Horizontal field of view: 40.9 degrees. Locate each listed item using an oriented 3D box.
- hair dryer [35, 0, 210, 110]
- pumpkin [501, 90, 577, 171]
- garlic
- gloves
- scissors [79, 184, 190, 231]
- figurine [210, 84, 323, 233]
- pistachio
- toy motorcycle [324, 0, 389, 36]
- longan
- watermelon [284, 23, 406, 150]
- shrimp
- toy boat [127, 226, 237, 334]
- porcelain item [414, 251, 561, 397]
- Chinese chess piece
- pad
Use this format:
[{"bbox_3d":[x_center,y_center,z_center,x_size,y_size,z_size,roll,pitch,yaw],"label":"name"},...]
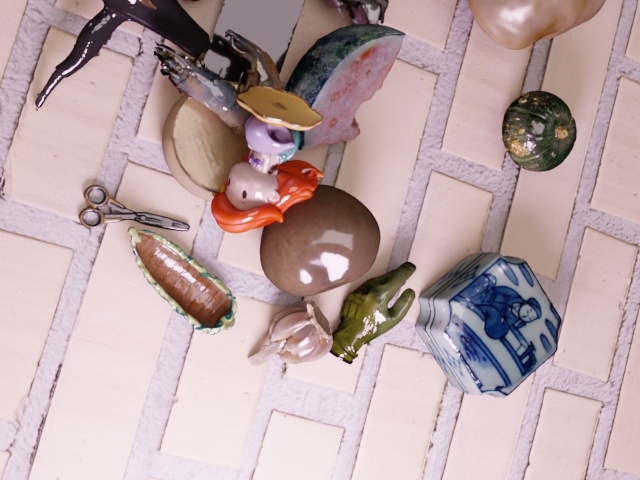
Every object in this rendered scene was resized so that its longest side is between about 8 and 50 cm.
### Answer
[{"bbox_3d":[-0.413,-0.372,1.664,0.359,0.120,0.303,-47,137,4],"label":"hair dryer"},{"bbox_3d":[0.506,-0.252,1.987,0.190,0.146,0.190,0,88,-19],"label":"pumpkin"},{"bbox_3d":[-0.060,0.211,1.790,0.194,0.127,0.131,-40,84,9],"label":"garlic"},{"bbox_3d":[0.113,0.147,1.849,0.268,0.135,0.107,-49,147,-13],"label":"gloves"},{"bbox_3d":[-0.367,-0.048,1.716,0.220,0.017,0.088,13,84,-21],"label":"scissors"},{"bbox_3d":[-0.093,-0.140,1.619,0.181,0.208,0.257,22,120,6],"label":"figurine"},{"bbox_3d":[0.487,-0.631,1.913,0.365,0.281,0.445,26,85,-23],"label":"pistachio"},{"bbox_3d":[0.049,-0.504,1.827,0.188,0.143,0.327,7,102,-13],"label":"toy motorcycle"},{"bbox_3d":[0.000,0.000,1.744,0.215,0.246,0.246,24,78,-59],"label":"longan"},{"bbox_3d":[0.039,-0.325,1.785,0.318,0.148,0.226,-47,142,1],"label":"watermelon"},{"bbox_3d":[-0.179,-0.326,1.665,0.289,0.075,0.178,35,71,-14],"label":"shrimp"},{"bbox_3d":[-0.285,0.071,1.706,0.293,0.099,0.108,47,74,-22],"label":"toy boat"},{"bbox_3d":[0.379,0.188,1.928,0.286,0.157,0.281,-36,103,-17],"label":"porcelain item"},{"bbox_3d":[-0.194,-0.199,1.740,0.249,0.103,0.250,1,88,-21],"label":"Chinese chess piece"},{"bbox_3d":[-0.135,-0.439,1.789,0.163,0.004,0.243,18,96,-20],"label":"pad"}]
